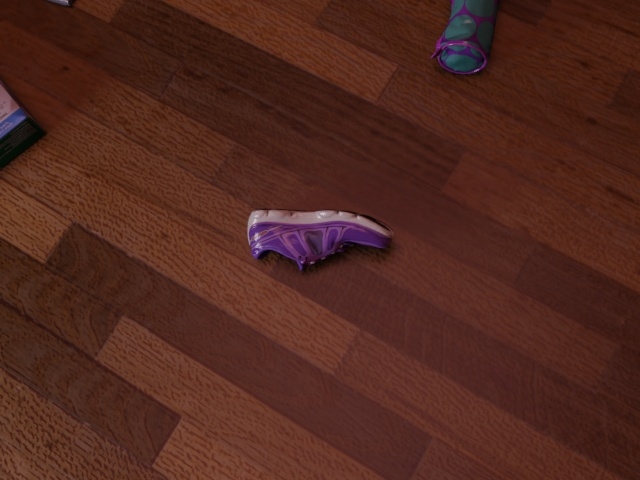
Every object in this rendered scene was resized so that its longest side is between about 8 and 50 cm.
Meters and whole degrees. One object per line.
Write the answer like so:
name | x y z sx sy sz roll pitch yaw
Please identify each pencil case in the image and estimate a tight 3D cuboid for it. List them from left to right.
pencil case | 0.182 -0.284 0.825 0.070 0.064 0.151 13 75 -7

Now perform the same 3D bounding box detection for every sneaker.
sneaker | 0.000 0.000 0.775 0.170 0.068 0.071 1 89 15

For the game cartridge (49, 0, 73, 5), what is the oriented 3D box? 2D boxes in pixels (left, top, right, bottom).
game cartridge | -0.352 -0.365 0.929 0.056 0.017 0.083 16 76 14

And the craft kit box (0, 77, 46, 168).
craft kit box | -0.526 -0.151 0.867 0.250 0.061 0.246 -40 77 -6
